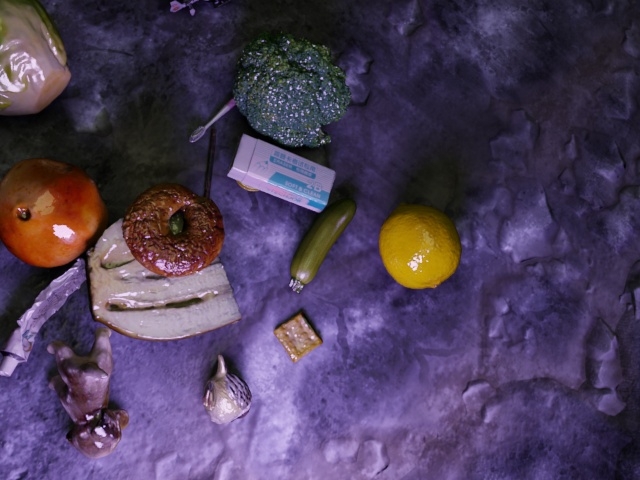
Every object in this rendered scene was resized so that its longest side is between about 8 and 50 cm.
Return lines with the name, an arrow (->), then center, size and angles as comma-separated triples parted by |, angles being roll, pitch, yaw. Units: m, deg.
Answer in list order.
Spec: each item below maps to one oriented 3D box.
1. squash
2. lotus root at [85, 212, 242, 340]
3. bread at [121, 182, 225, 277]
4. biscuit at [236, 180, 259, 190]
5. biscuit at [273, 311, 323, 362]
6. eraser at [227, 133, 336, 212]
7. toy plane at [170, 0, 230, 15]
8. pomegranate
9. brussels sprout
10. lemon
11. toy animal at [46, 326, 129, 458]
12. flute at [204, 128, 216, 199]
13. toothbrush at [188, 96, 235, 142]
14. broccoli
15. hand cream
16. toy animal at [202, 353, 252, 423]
squash -> 0.000, 0.000, 1.511 | 0.069, 0.069, 0.258 | 36, 67, -4
lotus root -> -0.328, 0.082, 1.348 | 0.260, 0.149, 0.267 | -20, 86, -24
bread -> -0.270, -0.019, 1.280 | 0.193, 0.064, 0.193 | 6, 75, -23
biscuit -> -0.150, -0.150, 1.533 | 0.084, 0.023, 0.084 | 5, 71, -15
biscuit -> -0.047, 0.205, 1.463 | 0.081, 0.018, 0.083 | -34, 85, -22
eraser -> -0.083, -0.147, 1.513 | 0.225, 0.052, 0.095 | 21, 64, -15
toy plane -> -0.259, -0.574, 1.598 | 0.197, 0.078, 0.053 | -28, 86, -7
pomegranate -> -0.512, -0.050, 1.306 | 0.209, 0.209, 0.209 | 5, 73, -15
brussels sprout -> -0.638, -0.367, 1.328 | 0.294, 0.259, 0.227 | 30, 36, -14
lemon -> 0.216, 0.009, 1.515 | 0.178, 0.178, 0.203 | -15, 78, -20
toy animal -> -0.417, 0.275, 1.258 | 0.121, 0.233, 0.168 | -12, 38, -29
flute -> -0.245, -0.120, 1.502 | 0.014, 0.014, 0.269 | 8, 73, -14
toothbrush -> -0.196, -0.317, 1.568 | 0.020, 0.025, 0.286 | 43, 67, -1
broccoli -> -0.062, -0.335, 1.519 | 0.269, 0.261, 0.241 | 24, 39, 19
hand cream -> -0.523, 0.142, 1.308 | 0.050, 0.084, 0.257 | 24, 66, 15
toy animal -> -0.177, 0.292, 1.357 | 0.098, 0.098, 0.137 | 10, 91, -14
